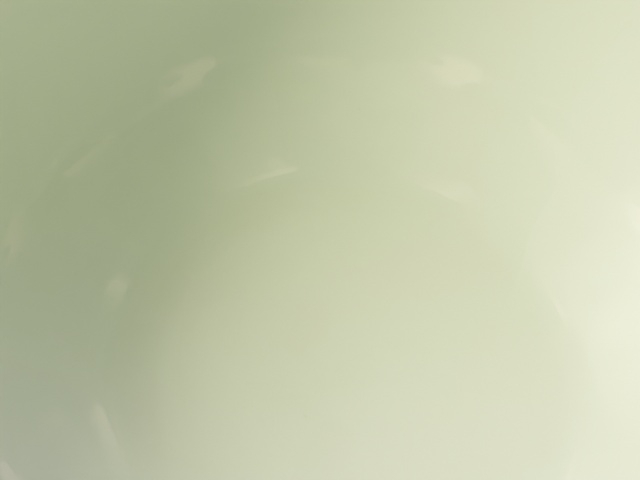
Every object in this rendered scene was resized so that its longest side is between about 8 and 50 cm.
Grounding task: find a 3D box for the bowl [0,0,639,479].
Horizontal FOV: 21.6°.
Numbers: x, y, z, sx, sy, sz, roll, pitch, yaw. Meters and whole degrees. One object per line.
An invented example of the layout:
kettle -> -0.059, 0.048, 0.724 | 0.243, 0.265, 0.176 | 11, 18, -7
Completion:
bowl -> 0.014, 0.017, 0.432 | 0.298, 0.298, 0.134 | 3, -27, -8
